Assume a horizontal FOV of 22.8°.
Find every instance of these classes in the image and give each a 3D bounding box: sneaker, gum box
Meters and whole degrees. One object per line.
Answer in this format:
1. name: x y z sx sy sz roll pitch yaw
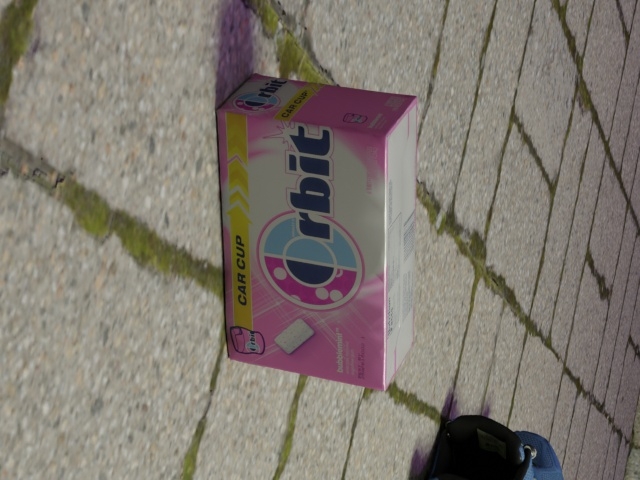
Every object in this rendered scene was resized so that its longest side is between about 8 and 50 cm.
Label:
1. sneaker: 0.187 0.247 1.628 0.330 0.130 0.147 -25 125 -68
2. gum box: 0.000 0.000 0.983 0.062 0.107 0.188 -52 146 -55
